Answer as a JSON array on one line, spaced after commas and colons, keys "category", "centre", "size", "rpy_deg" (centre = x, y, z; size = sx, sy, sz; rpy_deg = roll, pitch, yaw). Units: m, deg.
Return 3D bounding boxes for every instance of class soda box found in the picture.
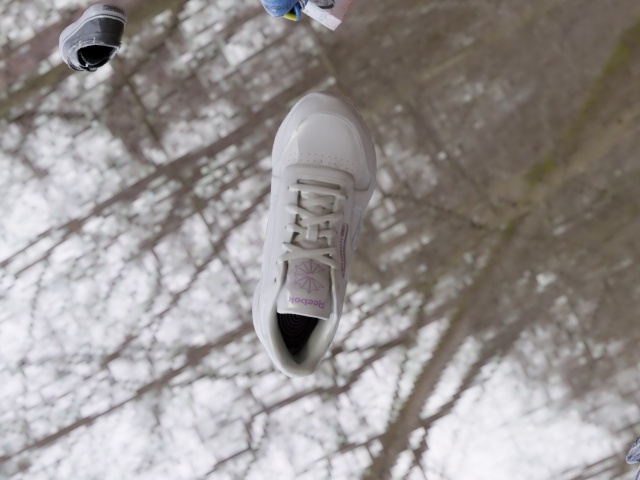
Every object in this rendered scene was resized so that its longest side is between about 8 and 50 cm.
[{"category": "soda box", "centre": [0.043, -0.391, 2.281], "size": [0.063, 0.183, 0.058], "rpy_deg": [31, 168, -6]}]

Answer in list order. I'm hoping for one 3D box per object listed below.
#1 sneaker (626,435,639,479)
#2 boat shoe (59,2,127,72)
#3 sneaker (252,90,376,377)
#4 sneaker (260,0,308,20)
[{"category": "sneaker", "centre": [0.399, 0.243, 1.618], "size": [0.130, 0.236, 0.323], "rpy_deg": [30, 179, 0]}, {"category": "boat shoe", "centre": [-0.216, -0.181, 1.520], "size": [0.049, 0.142, 0.040], "rpy_deg": [9, -105, -19]}, {"category": "sneaker", "centre": [0.000, 0.000, 1.676], "size": [0.152, 0.114, 0.305], "rpy_deg": [-104, 21, -70]}, {"category": "sneaker", "centre": [-0.041, -0.280, 1.732], "size": [0.209, 0.069, 0.082], "rpy_deg": [-73, -20, -76]}]
